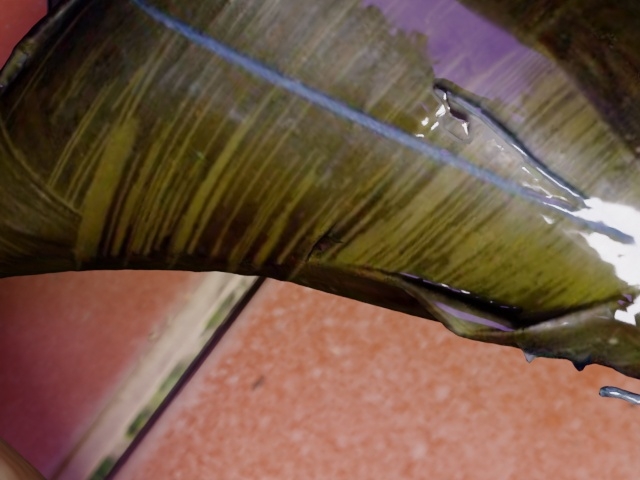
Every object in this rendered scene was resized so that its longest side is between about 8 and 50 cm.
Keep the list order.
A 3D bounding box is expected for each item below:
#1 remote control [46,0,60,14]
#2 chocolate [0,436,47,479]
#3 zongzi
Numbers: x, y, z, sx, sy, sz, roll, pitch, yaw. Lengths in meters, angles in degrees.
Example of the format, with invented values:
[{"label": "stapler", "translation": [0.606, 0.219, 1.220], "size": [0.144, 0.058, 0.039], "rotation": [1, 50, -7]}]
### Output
[{"label": "remote control", "translation": [-0.144, -0.172, 1.087], "size": [0.059, 0.028, 0.212], "rotation": [-16, 57, 4]}, {"label": "chocolate", "translation": [-0.238, 0.184, 0.753], "size": [0.326, 0.297, 0.314], "rotation": [32, 68, 29]}, {"label": "zongzi", "translation": [0.000, 0.000, 0.899], "size": [0.403, 0.208, 0.432], "rotation": [45, 109, 13]}]
